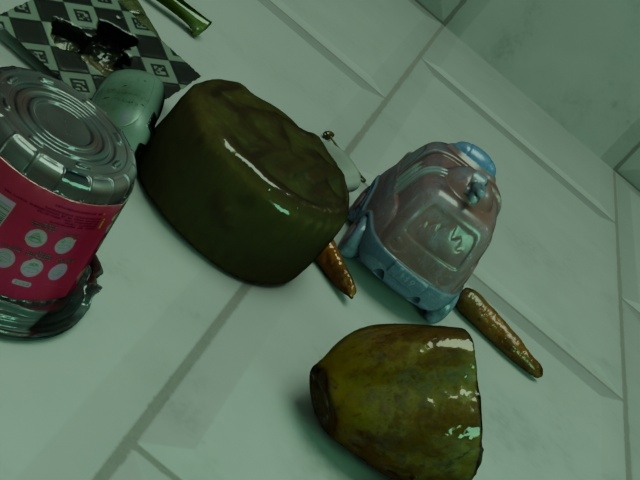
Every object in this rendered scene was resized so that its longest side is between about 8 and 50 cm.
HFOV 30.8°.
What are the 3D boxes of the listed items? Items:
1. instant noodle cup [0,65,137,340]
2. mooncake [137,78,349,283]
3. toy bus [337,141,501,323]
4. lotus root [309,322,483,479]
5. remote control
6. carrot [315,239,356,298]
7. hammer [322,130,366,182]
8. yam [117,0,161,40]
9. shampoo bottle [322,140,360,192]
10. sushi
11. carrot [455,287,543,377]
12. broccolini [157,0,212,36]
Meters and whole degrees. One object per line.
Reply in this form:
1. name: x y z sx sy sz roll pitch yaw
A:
1. instant noodle cup: -0.300 -0.053 1.154 0.302 0.181 0.258 1 46 -56
2. mooncake: -0.095 -0.086 1.565 0.284 0.155 0.284 35 23 -18
3. toy bus: 0.176 -0.038 1.792 0.197 0.232 0.294 38 24 -7
4. lotus root: 0.080 0.196 1.360 0.179 0.188 0.199 -3 81 -18
5. remote control: -0.261 -0.155 1.502 0.097 0.045 0.256 8 40 0
6. carrot: 0.000 0.000 1.692 0.057 0.057 0.224 9 42 -51
7. hammer: 0.044 -0.149 2.066 0.029 0.014 0.123 -8 55 -50
8. yam: -0.295 -0.334 1.797 0.069 0.070 0.146 14 36 -47
9. shampoo bottle: -0.016 -0.116 1.861 0.108 0.051 0.221 50 24 15
10. sushi: -0.319 -0.257 1.648 0.231 0.047 0.219 42 38 2
11. carrot: 0.293 0.151 1.877 0.191 0.047 0.047 44 23 5
12. broccolini: -0.355 -0.472 1.973 0.392 0.074 0.079 37 -18 -13
